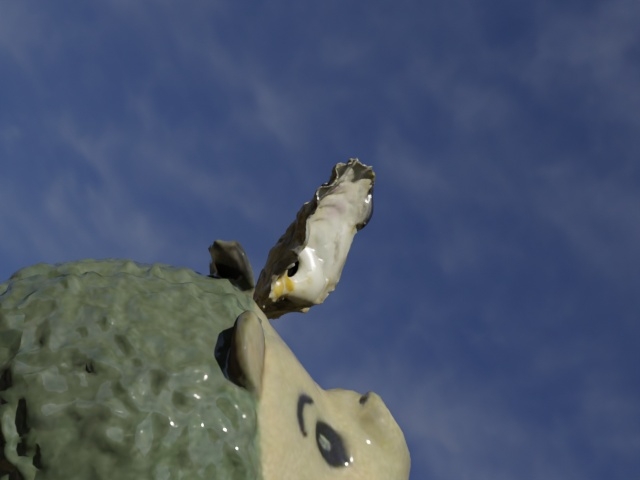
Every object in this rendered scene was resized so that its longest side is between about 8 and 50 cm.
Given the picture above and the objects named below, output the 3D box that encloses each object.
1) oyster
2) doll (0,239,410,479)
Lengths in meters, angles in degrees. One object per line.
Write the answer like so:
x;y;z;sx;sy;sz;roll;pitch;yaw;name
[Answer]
0.000;0.000;1.228;0.045;0.121;0.146;42;-38;34;oyster
-0.076;0.178;0.749;0.247;0.247;0.350;14;-69;51;doll
